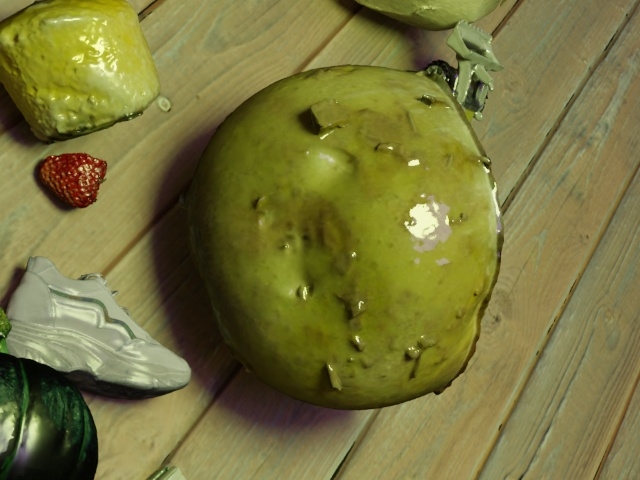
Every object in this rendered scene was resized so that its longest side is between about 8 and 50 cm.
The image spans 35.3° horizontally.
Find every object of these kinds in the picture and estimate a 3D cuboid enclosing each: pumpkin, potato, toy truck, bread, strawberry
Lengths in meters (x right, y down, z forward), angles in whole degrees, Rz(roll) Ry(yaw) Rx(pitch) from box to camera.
[{"bbox_3d":[-0.346,0.185,1.029,0.248,0.248,0.248,13,70,-38],"label":"pumpkin"},{"bbox_3d":[0.000,0.000,1.285,0.319,0.385,0.442,-7,72,-30],"label":"potato"},{"bbox_3d":[0.213,-0.205,1.633,0.136,0.111,0.286,8,112,-50],"label":"toy truck"},{"bbox_3d":[-0.301,-0.212,1.215,0.197,0.197,0.171,-35,108,-41],"label":"bread"},{"bbox_3d":[-0.307,-0.079,1.247,0.083,0.073,0.073,22,64,-20],"label":"strawberry"}]

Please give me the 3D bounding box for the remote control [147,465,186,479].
[{"bbox_3d":[-0.245,0.393,1.175,0.277,0.055,0.103,-40,105,-39],"label":"remote control"}]

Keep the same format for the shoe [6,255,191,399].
[{"bbox_3d":[-0.265,0.110,1.210,0.245,0.095,0.138,19,68,-29],"label":"shoe"}]

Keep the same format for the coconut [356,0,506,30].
[{"bbox_3d":[0.169,-0.520,1.599,0.360,0.346,0.347,12,70,-38],"label":"coconut"}]
